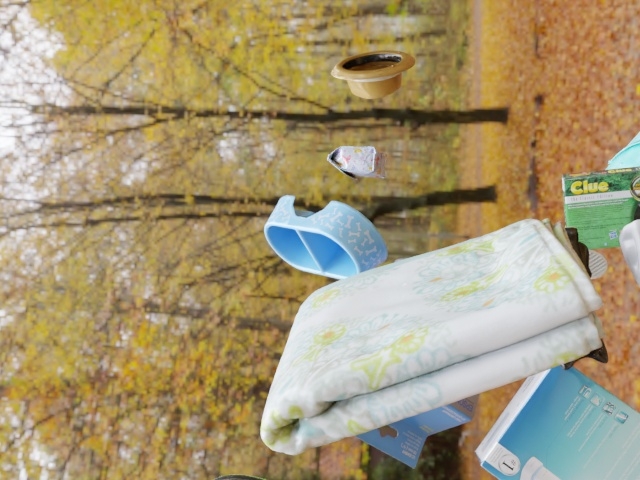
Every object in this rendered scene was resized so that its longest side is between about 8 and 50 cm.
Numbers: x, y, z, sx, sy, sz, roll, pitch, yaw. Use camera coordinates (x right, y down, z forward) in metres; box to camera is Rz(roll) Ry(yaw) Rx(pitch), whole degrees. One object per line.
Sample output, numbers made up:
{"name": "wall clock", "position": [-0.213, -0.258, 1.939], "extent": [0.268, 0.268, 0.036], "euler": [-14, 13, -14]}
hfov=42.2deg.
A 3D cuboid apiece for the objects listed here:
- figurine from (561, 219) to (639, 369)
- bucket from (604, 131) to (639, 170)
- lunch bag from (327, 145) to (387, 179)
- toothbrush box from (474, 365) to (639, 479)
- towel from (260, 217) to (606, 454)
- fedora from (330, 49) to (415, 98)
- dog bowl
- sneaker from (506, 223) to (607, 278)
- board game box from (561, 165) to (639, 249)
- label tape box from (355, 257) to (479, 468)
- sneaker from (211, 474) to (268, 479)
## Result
{"name": "figurine", "position": [0.446, 0.084, 1.246], "extent": [0.092, 0.215, 0.209], "euler": [72, -167, -67]}
{"name": "bucket", "position": [0.884, -0.166, 2.106], "extent": [0.183, 0.281, 0.281], "euler": [-59, 2, 20]}
{"name": "lunch bag", "position": [0.061, -0.129, 1.379], "extent": [0.071, 0.083, 0.053], "euler": [11, -94, -69]}
{"name": "toothbrush box", "position": [0.434, 0.353, 1.335], "extent": [0.216, 0.295, 0.126], "euler": [-56, -8, 1]}
{"name": "towel", "position": [0.123, 0.090, 0.957], "extent": [0.320, 0.374, 0.090], "euler": [-62, -51, -74]}
{"name": "fedora", "position": [0.123, -0.374, 1.895], "extent": [0.194, 0.194, 0.079], "euler": [-75, -22, -59]}
{"name": "dog bowl", "position": [0.000, 0.000, 1.676], "extent": [0.074, 0.297, 0.166], "euler": [-48, -55, -26]}
{"name": "sneaker", "position": [0.607, 0.033, 2.221], "extent": [0.161, 0.282, 0.102], "euler": [-98, 32, -86]}
{"name": "board game box", "position": [0.540, -0.058, 1.380], "extent": [0.030, 0.260, 0.136], "euler": [-71, -26, -64]}
{"name": "label tape box", "position": [0.193, 0.233, 1.533], "extent": [0.241, 0.106, 0.333], "euler": [36, -115, -35]}
{"name": "sneaker", "position": [-0.054, 0.572, 1.396], "extent": [0.185, 0.483, 0.202], "euler": [-52, -29, 0]}
